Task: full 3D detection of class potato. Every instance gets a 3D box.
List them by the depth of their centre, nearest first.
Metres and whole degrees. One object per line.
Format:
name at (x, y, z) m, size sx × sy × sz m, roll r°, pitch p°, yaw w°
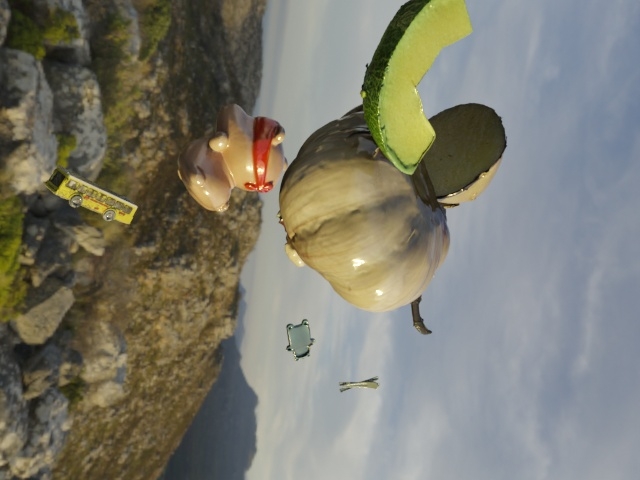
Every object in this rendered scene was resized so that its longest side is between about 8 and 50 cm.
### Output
potato at (0.258, -0.137, 1.035) m, size 0.117 × 0.182 × 0.202 m, roll 48°, pitch 33°, yaw -47°

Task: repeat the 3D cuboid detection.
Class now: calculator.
calculator at (-0.062, 0.303, 1.720) m, size 0.019 × 0.094 × 0.141 m, roll -129°, pitch -152°, yaw -59°

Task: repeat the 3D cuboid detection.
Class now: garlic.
garlic at (0.077, -0.044, 0.888) m, size 0.241 × 0.322 × 0.322 m, roll 2°, pitch -95°, yaw 44°

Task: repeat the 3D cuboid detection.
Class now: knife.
knife at (0.235, 0.143, 1.414) m, size 0.021 × 0.045 × 0.222 m, roll -139°, pitch -148°, yaw -68°

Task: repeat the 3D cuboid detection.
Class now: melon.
melon at (0.107, -0.192, 0.661) m, size 0.209 × 0.118 × 0.064 m, roll -62°, pitch -143°, yaw 16°

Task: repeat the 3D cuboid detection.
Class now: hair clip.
hair clip at (0.109, 0.404, 1.588) m, size 0.039 × 0.115 × 0.030 m, roll 93°, pitch -11°, yaw -86°

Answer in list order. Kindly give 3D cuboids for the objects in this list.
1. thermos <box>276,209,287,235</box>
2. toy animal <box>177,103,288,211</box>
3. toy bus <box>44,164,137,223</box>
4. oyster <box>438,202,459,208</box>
thermos at (0.002, -0.003, 1.298) m, size 0.099 × 0.232 × 0.124 m, roll -57°, pitch -172°, yaw 15°
toy animal at (-0.149, -0.143, 1.001) m, size 0.171 × 0.197 × 0.171 m, roll 55°, pitch -16°, yaw 24°
toy bus at (-0.582, -0.109, 1.458) m, size 0.081 × 0.226 × 0.074 m, roll 32°, pitch -90°, yaw 39°
oyster at (0.251, -0.090, 1.201) m, size 0.093 × 0.034 × 0.051 m, roll 51°, pitch -55°, yaw 25°
